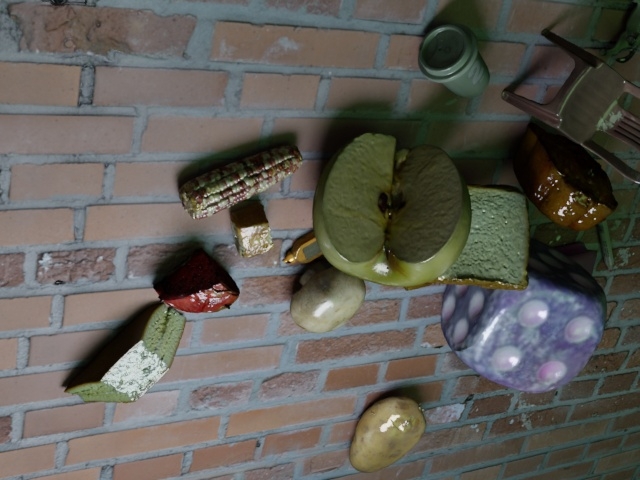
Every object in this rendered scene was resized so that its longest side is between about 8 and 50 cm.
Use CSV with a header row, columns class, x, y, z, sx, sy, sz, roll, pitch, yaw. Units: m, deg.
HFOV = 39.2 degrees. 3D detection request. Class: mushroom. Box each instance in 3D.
class,x,y,z,sx,sy,sz,roll,pitch,yaw
mushroom,0.013,0.115,1.844,0.166,0.127,0.166,-25,153,-14

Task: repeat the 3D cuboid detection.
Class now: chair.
class,x,y,z,sx,sy,sz,roll,pitch,yaw
chair,0.553,-0.260,1.790,0.183,0.326,0.175,21,106,-40

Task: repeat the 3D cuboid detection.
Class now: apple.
class,x,y,z,sx,sy,sz,roll,pitch,yaw
apple,0.133,-0.049,1.710,0.295,0.257,0.233,6,155,2

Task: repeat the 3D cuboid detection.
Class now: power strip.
class,x,y,z,sx,sy,sz,roll,pitch,yaw
power strip,0.000,0.000,1.818,0.178,0.028,0.049,-30,132,-12

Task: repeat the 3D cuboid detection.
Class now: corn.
class,x,y,z,sx,sy,sz,roll,pitch,yaw
corn,-0.141,-0.109,1.631,0.237,0.079,0.079,-24,130,-21

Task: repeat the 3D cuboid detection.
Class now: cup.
class,x,y,z,sx,sy,sz,roll,pitch,yaw
cup,0.258,-0.332,1.709,0.120,0.120,0.141,-48,145,5

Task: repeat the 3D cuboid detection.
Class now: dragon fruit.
class,x,y,z,sx,sy,sz,roll,pitch,yaw
dragon fruit,-0.217,0.104,1.674,0.120,0.161,0.127,-44,122,-1

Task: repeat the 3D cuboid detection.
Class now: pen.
class,x,y,z,sx,sy,sz,roll,pitch,yaw
pen,0.724,0.008,2.280,0.026,0.026,0.218,-34,132,-8

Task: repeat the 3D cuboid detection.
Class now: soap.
class,x,y,z,sx,sy,sz,roll,pitch,yaw
soap,0.572,0.081,2.208,0.203,0.065,0.122,-11,125,-25

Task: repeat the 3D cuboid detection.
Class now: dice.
class,x,y,z,sx,sy,sz,roll,pitch,yaw
dice,0.444,0.156,1.998,0.271,0.270,0.270,19,111,-17

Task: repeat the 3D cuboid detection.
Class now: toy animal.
class,x,y,z,sx,sy,sz,roll,pitch,yaw
toy animal,0.695,-0.476,1.909,0.176,0.073,0.216,-7,129,-46

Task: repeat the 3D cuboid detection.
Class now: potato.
class,x,y,z,sx,sy,sz,roll,pitch,yaw
potato,0.161,0.464,2.178,0.161,0.128,0.234,6,122,-17

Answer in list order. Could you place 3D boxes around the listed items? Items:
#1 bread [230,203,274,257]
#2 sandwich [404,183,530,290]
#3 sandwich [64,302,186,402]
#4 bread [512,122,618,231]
class,x,y,z,sx,sy,sz,roll,pitch,yaw
bread,-0.130,-0.019,1.697,0.070,0.076,0.083,-13,127,-10
sandwich,0.297,-0.005,1.837,0.251,0.226,0.087,2,166,8
sandwich,-0.362,0.230,1.708,0.258,0.096,0.094,-44,127,-2
bread,0.529,-0.130,1.923,0.232,0.246,0.135,16,127,-29
